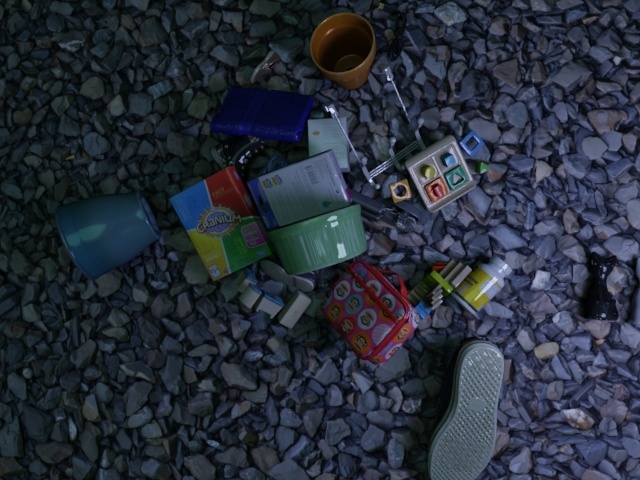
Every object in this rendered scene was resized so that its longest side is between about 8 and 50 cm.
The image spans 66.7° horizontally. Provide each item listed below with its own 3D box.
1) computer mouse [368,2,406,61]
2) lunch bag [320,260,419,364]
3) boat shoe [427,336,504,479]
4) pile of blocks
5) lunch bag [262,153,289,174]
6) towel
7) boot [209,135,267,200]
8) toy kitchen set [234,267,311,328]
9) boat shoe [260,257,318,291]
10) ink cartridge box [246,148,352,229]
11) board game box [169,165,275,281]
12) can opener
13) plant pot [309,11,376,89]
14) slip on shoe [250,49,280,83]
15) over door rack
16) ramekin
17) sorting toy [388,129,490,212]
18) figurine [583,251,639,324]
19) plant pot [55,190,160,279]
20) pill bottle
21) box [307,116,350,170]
[{"bbox_3d":[0.162,-0.727,1.645,0.262,0.060,0.184,17,90,9],"label":"computer mouse"},{"bbox_3d":[0.162,0.207,1.509,0.258,0.120,0.293,-49,47,7],"label":"lunch bag"},{"bbox_3d":[0.442,0.527,1.496,0.187,0.156,0.500,10,100,4],"label":"boat shoe"},{"bbox_3d":[0.302,0.180,1.531,0.112,0.149,0.362,45,94,8],"label":"pile of blocks"},{"bbox_3d":[-0.155,-0.243,1.663,0.067,0.065,0.098,33,92,9],"label":"lunch bag"},{"bbox_3d":[-0.191,-0.418,1.635,0.308,0.076,0.227,9,54,11],"label":"towel"},{"bbox_3d":[-0.251,-0.266,1.670,0.178,0.085,0.236,-35,84,2],"label":"boot"},{"bbox_3d":[-0.164,0.169,1.642,0.207,0.166,0.122,32,99,-27],"label":"toy kitchen set"},{"bbox_3d":[-0.105,0.106,1.651,0.206,0.075,0.065,23,48,14],"label":"boat shoe"},{"bbox_3d":[-0.071,-0.162,1.593,0.311,0.065,0.186,-17,107,22],"label":"ink cartridge box"},{"bbox_3d":[-0.324,-0.053,1.627,0.242,0.064,0.316,-26,96,16],"label":"board game box"},{"bbox_3d":[0.192,-0.115,1.615,0.283,0.076,0.095,26,59,9],"label":"can opener"},{"bbox_3d":[0.086,-0.591,1.577,0.205,0.188,0.205,-2,81,13],"label":"plant pot"},{"bbox_3d":[-0.193,-0.599,1.699,0.041,0.051,0.135,38,87,-3],"label":"slip on shoe"},{"bbox_3d":[0.189,-0.354,1.532,0.239,0.108,0.324,-35,107,-5],"label":"over door rack"},{"bbox_3d":[0.000,0.000,1.517,0.303,0.303,0.148,-17,93,7],"label":"ramekin"},{"bbox_3d":[0.387,-0.209,1.553,0.348,0.047,0.196,-32,106,0],"label":"sorting toy"},{"bbox_3d":[0.925,0.147,1.477,0.215,0.092,0.209,6,84,8],"label":"figurine"},{"bbox_3d":[-0.695,-0.039,1.644,0.255,0.271,0.271,-22,84,-8],"label":"plant pot"},{"bbox_3d":[0.507,0.137,1.526,0.103,0.103,0.184,44,93,8],"label":"pill bottle"},{"bbox_3d":[0.029,-0.314,1.626,0.130,0.091,0.170,-2,87,8],"label":"box"}]
